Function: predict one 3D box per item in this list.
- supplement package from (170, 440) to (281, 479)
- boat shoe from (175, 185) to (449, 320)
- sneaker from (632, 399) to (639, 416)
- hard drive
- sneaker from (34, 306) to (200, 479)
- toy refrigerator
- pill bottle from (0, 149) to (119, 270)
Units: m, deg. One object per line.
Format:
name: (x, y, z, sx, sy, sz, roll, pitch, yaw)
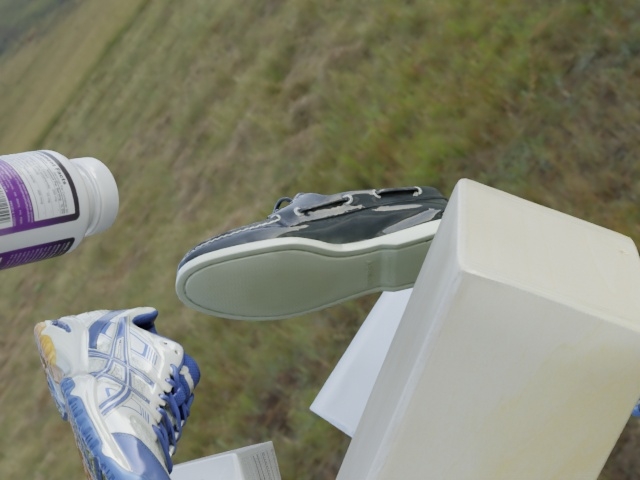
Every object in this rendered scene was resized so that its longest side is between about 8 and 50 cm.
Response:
supplement package: (-0.122, 0.318, 1.347, 0.139, 0.134, 0.244, -15, -8, 6)
boat shoe: (0.001, -0.003, 1.285, 0.127, 0.340, 0.113, 90, 164, -49)
sneaker: (0.318, 0.128, 1.005, 0.144, 0.059, 0.053, -22, 41, 60)
hard drive: (0.174, 0.165, 1.730, 0.353, 0.233, 0.047, -57, -18, -3)
sneaker: (-0.161, 0.139, 1.028, 0.296, 0.131, 0.112, -130, 30, -52)
toy refrigerator: (0.057, 0.121, 0.524, 0.102, 0.094, 0.270, -74, 4, -67)
pill bottle: (-0.293, -0.030, 1.124, 0.193, 0.108, 0.108, -16, -26, -50)
